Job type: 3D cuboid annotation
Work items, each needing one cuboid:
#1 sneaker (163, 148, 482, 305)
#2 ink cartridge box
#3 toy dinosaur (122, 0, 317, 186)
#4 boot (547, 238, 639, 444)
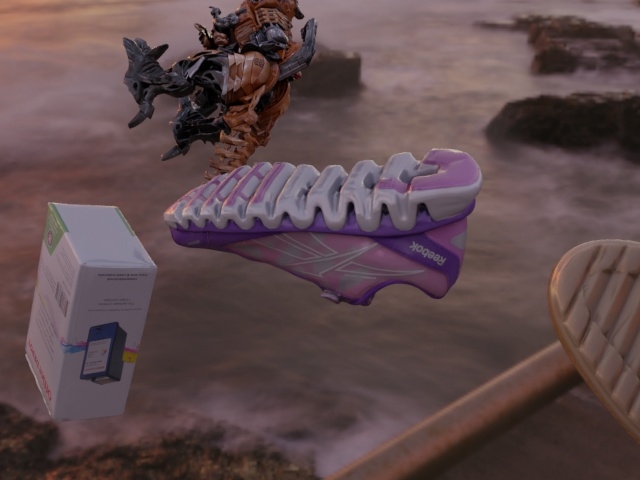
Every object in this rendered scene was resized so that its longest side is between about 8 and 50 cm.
[{"bbox_3d":[0.000,0.000,0.614,0.236,0.105,0.095,-1,27,19],"label":"sneaker"},{"bbox_3d":[-0.279,0.083,1.017,0.093,0.213,0.154,3,26,-34],"label":"ink cartridge box"},{"bbox_3d":[-0.112,-0.190,1.024,0.218,0.164,0.322,-7,35,23],"label":"toy dinosaur"},{"bbox_3d":[0.210,0.093,0.479,0.248,0.090,0.207,37,-3,3],"label":"boot"}]
